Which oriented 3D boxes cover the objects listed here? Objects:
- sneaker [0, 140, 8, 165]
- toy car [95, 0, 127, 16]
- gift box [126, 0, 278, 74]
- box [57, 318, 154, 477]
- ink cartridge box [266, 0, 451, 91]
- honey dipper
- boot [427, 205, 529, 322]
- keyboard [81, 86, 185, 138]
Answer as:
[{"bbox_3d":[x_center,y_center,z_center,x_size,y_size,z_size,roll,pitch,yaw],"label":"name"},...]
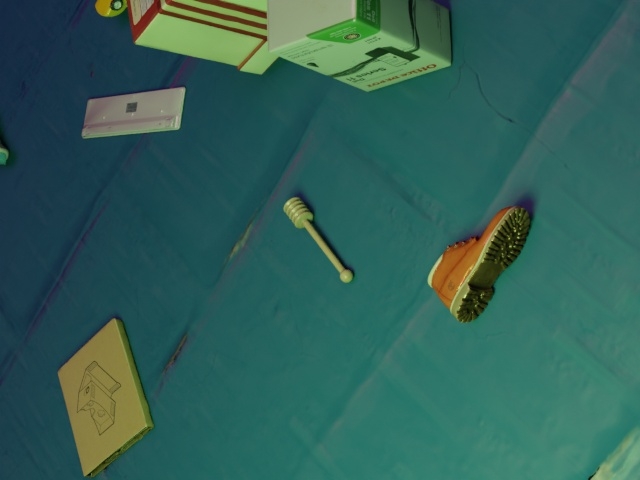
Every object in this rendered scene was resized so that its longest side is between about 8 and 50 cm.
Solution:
[{"bbox_3d":[-0.660,-0.214,2.248,0.229,0.087,0.092,34,100,40],"label":"sneaker"},{"bbox_3d":[-0.305,-0.518,2.036,0.239,0.053,0.225,-29,60,32],"label":"toy car"},{"bbox_3d":[-0.135,-0.406,1.718,0.276,0.258,0.255,-34,58,48],"label":"gift box"},{"bbox_3d":[-0.346,0.251,1.879,0.164,0.021,0.201,-41,55,27],"label":"box"},{"bbox_3d":[0.054,-0.275,1.541,0.153,0.208,0.086,-13,73,40],"label":"ink cartridge box"},{"bbox_3d":[0.000,0.000,1.634,0.030,0.030,0.160,-52,52,18],"label":"honey dipper"},{"bbox_3d":[0.189,0.013,1.442,0.158,0.059,0.084,-58,44,15],"label":"boot"},{"bbox_3d":[-0.319,-0.215,1.994,0.256,0.014,0.072,0,73,42],"label":"keyboard"}]
